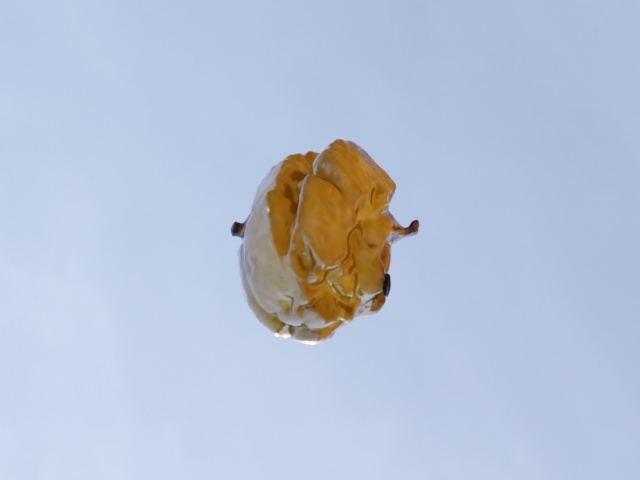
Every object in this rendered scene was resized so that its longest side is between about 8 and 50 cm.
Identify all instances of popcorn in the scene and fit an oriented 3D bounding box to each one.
[{"bbox_3d":[0.000,0.000,1.300,0.152,0.167,0.148,11,-179,3],"label":"popcorn"}]
